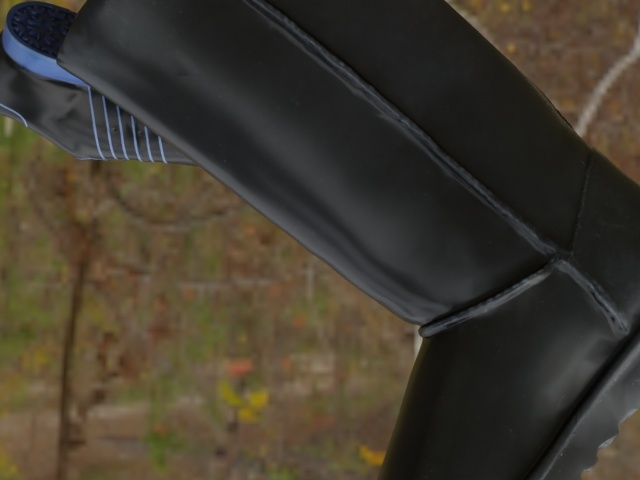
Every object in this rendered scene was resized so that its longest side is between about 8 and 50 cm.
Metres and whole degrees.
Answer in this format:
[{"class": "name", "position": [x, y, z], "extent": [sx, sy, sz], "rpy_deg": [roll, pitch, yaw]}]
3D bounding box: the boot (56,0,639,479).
[{"class": "boot", "position": [0.001, -0.001, 1.221], "extent": [0.445, 0.367, 0.146], "rpy_deg": [43, 166, -2]}]

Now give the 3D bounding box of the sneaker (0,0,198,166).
[{"class": "sneaker", "position": [-0.134, -0.094, 1.341], "extent": [0.232, 0.081, 0.090], "rpy_deg": [22, 133, -16]}]
